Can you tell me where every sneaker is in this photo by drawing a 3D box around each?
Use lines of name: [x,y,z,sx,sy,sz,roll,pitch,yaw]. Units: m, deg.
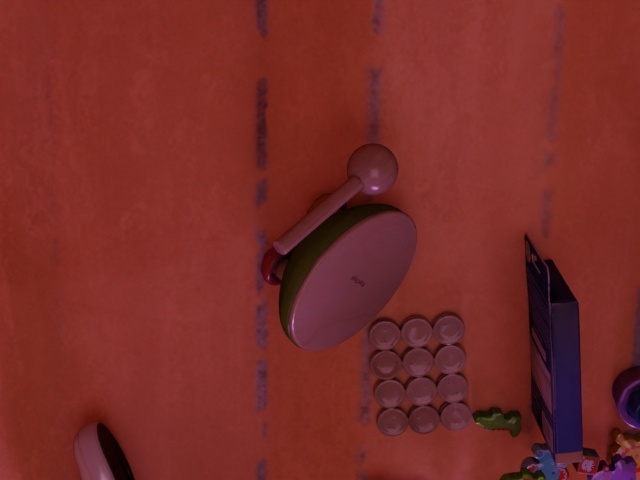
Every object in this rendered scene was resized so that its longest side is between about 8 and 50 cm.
sneaker: [-0.257,0.349,1.510,0.123,0.106,0.290,-14,110,-1]

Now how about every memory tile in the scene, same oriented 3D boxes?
memory tile: [0.114,0.155,1.517,0.113,0.012,0.148,-6,109,-1]

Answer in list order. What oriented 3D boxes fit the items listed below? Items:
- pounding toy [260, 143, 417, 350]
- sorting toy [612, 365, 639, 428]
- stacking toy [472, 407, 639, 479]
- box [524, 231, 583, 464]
pounding toy: [0.000,0.000,1.403,0.183,0.110,0.237,-38,148,-21]
sorting toy: [0.471,0.084,1.454,0.127,0.126,0.365,38,101,-14]
stacking toy: [0.288,0.258,1.478,0.221,0.167,0.052,11,107,-7]
box: [0.255,0.113,1.445,0.036,0.136,0.225,-7,108,0]
